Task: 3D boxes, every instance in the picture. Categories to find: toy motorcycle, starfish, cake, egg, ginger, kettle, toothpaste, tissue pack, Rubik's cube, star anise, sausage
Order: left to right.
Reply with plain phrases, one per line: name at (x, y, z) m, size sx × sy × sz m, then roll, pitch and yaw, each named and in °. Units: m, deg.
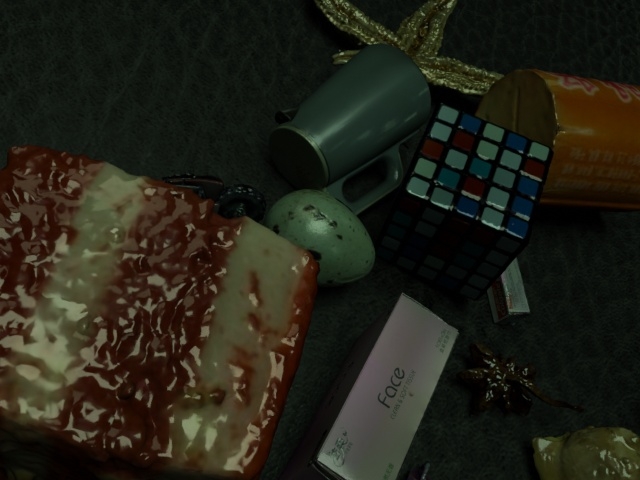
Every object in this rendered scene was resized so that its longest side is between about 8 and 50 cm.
cake at (-0.190, 0.111, 0.618) m, size 0.319 × 0.269 × 0.270 m, roll 19°, pitch 54°, yaw -10°
toy motorcycle at (-0.180, -0.029, 0.821) m, size 0.213 × 0.122 × 0.082 m, roll 4°, pitch 34°, yaw -6°
egg at (0.000, 0.000, 0.860) m, size 0.164 × 0.131 × 0.131 m, roll 24°, pitch 53°, yaw -25°
kettle at (0.053, -0.160, 0.989) m, size 0.243 × 0.160 × 0.210 m, roll -43°, pitch 111°, yaw -30°
tissue pack at (0.056, 0.202, 0.747) m, size 0.092 × 0.148 × 0.246 m, roll 34°, pitch 51°, yaw 0°
starfish at (0.189, -0.382, 1.202) m, size 0.432 × 0.082 × 0.324 m, roll 2°, pitch 56°, yaw -17°
Rubik's cube at (0.204, -0.055, 0.918) m, size 0.182 × 0.187 × 0.184 m, roll 25°, pitch 59°, yaw 5°
toothpaste at (0.288, 0.037, 1.009) m, size 0.040 × 0.047 × 0.196 m, roll 9°, pitch 57°, yaw -22°
star anise at (0.283, 0.210, 0.889) m, size 0.191 × 0.070 × 0.097 m, roll 21°, pitch 52°, yaw -13°
sausage at (0.438, -0.167, 1.088) m, size 0.287 × 0.233 × 0.233 m, roll 3°, pitch 59°, yaw -23°
ginger at (0.382, 0.341, 0.825) m, size 0.115 × 0.122 × 0.193 m, roll 6°, pitch 62°, yaw -44°

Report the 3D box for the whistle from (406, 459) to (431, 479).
whistle at (0.097, 0.343, 0.746) m, size 0.033 × 0.033 × 0.176 m, roll 34°, pitch 53°, yaw -1°
